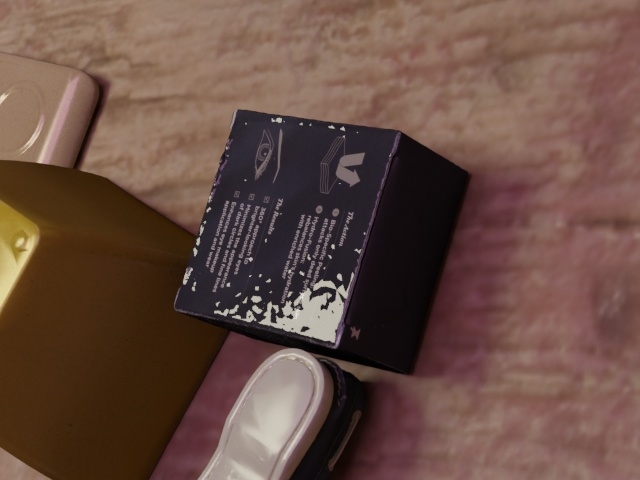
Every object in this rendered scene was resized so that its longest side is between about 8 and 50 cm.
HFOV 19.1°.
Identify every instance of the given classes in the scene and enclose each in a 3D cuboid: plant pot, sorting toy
[{"bbox_3d":[-0.219,0.052,1.442,0.212,0.187,0.212,31,93,40],"label":"plant pot"},{"bbox_3d":[-0.294,-0.069,1.644,0.208,0.038,0.193,16,84,35],"label":"sorting toy"}]

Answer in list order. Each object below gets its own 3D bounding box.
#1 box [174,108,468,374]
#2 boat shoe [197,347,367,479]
[{"bbox_3d":[0.000,0.000,1.356,0.158,0.093,0.156,11,80,40],"label":"box"},{"bbox_3d":[-0.056,0.194,1.338,0.095,0.079,0.254,29,90,42],"label":"boat shoe"}]
